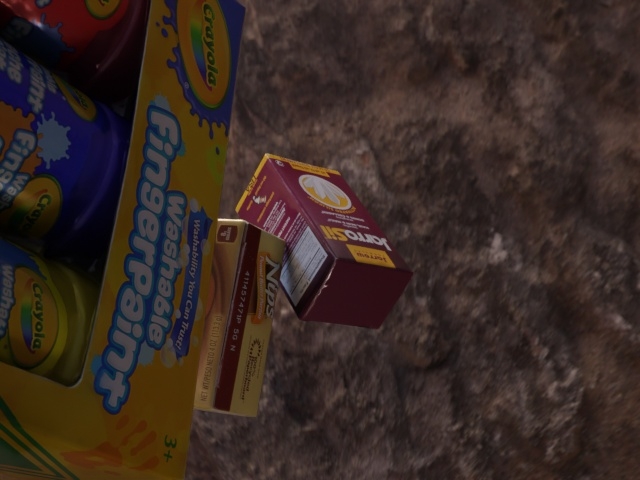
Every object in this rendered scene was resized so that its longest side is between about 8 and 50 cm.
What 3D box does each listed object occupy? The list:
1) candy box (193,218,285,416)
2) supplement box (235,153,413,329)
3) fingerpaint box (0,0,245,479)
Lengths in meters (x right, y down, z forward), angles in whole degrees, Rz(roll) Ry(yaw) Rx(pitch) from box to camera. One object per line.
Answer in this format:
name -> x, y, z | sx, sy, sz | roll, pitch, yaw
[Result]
candy box -> -0.202, 0.070, 1.091 | 0.316, 0.087, 0.183 | 3, -103, 28
supplement box -> 0.000, 0.000, 1.107 | 0.104, 0.081, 0.188 | 11, -149, -36
fingerpaint box -> -0.245, -0.075, 0.785 | 0.163, 0.371, 0.445 | -13, -121, 33
